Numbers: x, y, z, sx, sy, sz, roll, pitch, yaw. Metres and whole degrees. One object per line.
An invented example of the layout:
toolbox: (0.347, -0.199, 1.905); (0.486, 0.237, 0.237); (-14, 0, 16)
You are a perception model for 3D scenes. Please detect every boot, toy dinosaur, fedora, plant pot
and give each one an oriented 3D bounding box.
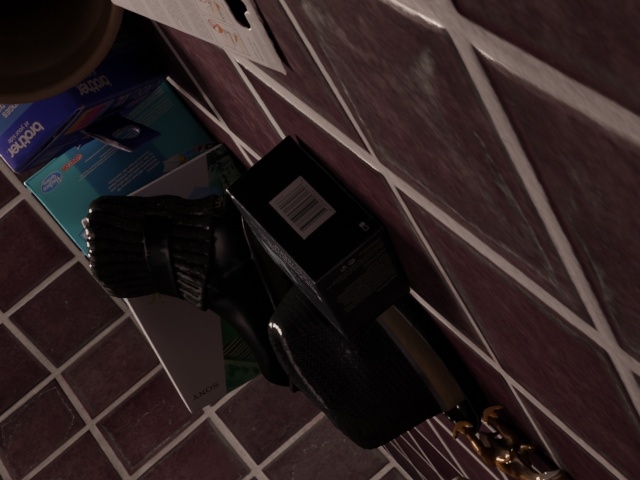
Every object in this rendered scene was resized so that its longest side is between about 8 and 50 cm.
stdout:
boot: (-0.157, 0.071, 1.884); (0.131, 0.260, 0.348); (-82, -19, -57)
toy dinosaur: (0.199, 0.236, 1.558); (0.112, 0.064, 0.211); (52, 173, -23)
fedora: (0.044, 0.140, 1.659); (0.334, 0.152, 0.334); (49, 173, 8)
plant pot: (-0.354, -0.317, 1.545); (0.263, 0.263, 0.229); (54, -169, -32)

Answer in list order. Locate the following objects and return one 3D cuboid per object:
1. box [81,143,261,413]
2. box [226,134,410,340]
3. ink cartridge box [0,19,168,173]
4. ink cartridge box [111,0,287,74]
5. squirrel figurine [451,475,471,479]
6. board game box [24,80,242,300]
box: (-0.165, 0.055, 1.983); (0.322, 0.232, 0.058); (61, 173, -8)
box: (0.000, 0.000, 1.444); (0.156, 0.093, 0.158); (46, 173, 29)
ink cartridge box: (-0.383, -0.258, 1.838); (0.395, 0.151, 0.270); (51, -155, -2)
ink cartridge box: (-0.128, -0.248, 1.196); (0.225, 0.056, 0.181); (24, 160, 31)
squirrel figurine: (0.163, 0.419, 1.470); (0.370, 0.397, 0.281); (-96, -15, -64)
board game box: (-0.230, -0.035, 2.041); (0.336, 0.254, 0.079); (51, 174, -7)
